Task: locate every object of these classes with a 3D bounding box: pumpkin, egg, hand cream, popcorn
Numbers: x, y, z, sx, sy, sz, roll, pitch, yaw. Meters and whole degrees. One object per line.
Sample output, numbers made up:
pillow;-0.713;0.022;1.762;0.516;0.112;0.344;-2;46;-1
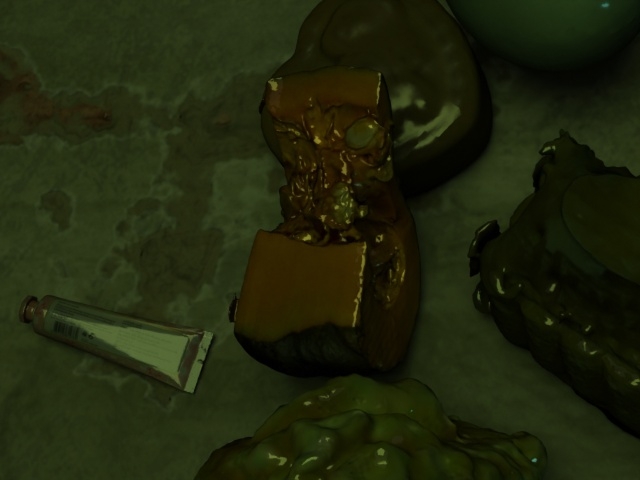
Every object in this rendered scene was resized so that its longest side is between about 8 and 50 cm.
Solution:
pumpkin;-0.001;0.000;1.414;0.139;0.281;0.190;4;37;27
egg;0.220;-0.273;1.477;0.203;0.203;0.283;-34;30;2
hand cream;-0.216;0.098;1.572;0.209;0.043;0.067;16;77;16
popcorn;0.047;0.256;1.299;0.274;0.335;0.279;20;86;33

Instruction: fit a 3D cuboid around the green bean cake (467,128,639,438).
green bean cake;0.312;0.010;1.359;0.310;0.202;0.285;34;80;24

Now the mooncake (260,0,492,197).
mooncake;0.063;-0.147;1.541;0.234;0.117;0.235;-7;65;15
